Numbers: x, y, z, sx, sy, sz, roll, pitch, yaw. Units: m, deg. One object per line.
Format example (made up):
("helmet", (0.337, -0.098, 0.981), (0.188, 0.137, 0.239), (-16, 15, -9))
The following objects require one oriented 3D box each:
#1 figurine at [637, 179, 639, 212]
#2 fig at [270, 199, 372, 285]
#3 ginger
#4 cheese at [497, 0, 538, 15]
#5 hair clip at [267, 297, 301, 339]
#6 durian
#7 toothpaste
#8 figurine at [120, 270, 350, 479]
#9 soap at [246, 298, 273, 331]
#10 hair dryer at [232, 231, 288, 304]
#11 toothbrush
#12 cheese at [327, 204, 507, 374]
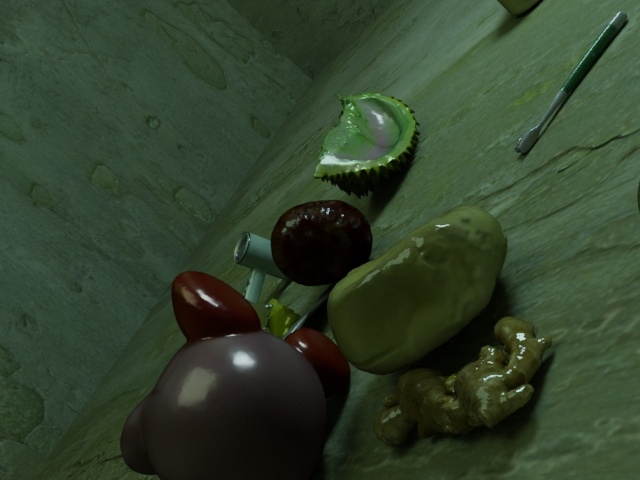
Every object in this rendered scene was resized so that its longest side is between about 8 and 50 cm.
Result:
("figurine", (0.319, -0.085, 0.507), (0.262, 0.153, 0.180), (-60, 5, -21))
("fig", (0.000, 0.002, 1.280), (0.170, 0.146, 0.274), (-14, 3, -1))
("ginger", (0.130, 0.142, 0.698), (0.193, 0.052, 0.176), (-49, 9, 1))
("cheese", (0.513, -0.658, 1.468), (0.384, 0.104, 0.384), (-46, 15, 16))
("hair clip", (-0.069, 0.147, 1.303), (0.072, 0.046, 0.173), (-59, 15, 4))
("durian", (0.096, -0.208, 1.460), (0.157, 0.169, 0.356), (-41, 21, 31))
("toothpaste", (-0.035, 0.162, 1.168), (0.301, 0.048, 0.075), (-56, -14, -48))
("figurine", (-0.092, 0.201, 0.871), (0.261, 0.269, 0.211), (-62, 22, -10))
("soap", (-0.174, 0.215, 1.303), (0.233, 0.076, 0.135), (-52, 19, 30))
("hair dryer", (-0.130, 0.112, 1.508), (0.073, 0.131, 0.237), (-21, 51, 60))
("toothbrush", (0.353, -0.222, 1.021), (0.257, 0.018, 0.024), (-52, 8, -5))
("cheese", (0.111, 0.050, 0.829), (0.226, 0.117, 0.214), (-37, 1, 10))
